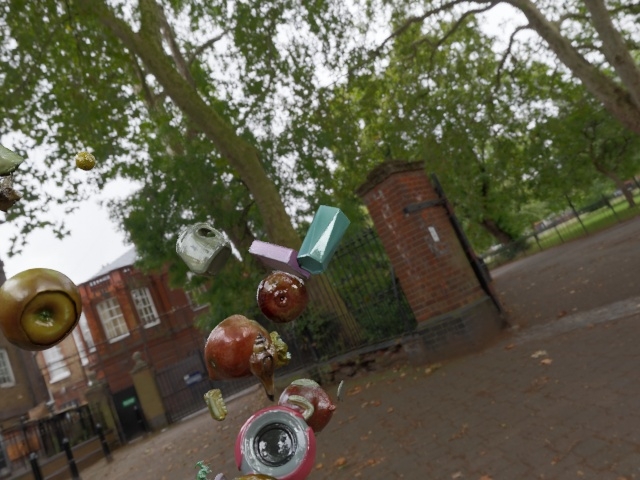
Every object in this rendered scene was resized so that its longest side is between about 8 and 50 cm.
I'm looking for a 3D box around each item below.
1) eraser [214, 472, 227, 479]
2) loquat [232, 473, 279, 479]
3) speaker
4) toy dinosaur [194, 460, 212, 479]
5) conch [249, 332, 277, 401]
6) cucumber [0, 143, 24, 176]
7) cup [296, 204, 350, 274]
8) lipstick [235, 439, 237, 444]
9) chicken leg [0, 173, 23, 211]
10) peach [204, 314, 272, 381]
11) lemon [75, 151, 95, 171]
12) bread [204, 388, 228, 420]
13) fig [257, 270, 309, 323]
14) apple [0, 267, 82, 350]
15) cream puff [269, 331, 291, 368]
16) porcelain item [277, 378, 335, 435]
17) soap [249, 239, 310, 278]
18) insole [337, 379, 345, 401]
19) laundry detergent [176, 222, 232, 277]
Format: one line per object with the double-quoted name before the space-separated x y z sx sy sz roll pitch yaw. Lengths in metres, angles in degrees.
"eraser" -0.345 0.980 1.626 0.059 0.204 0.243 -20 6 9
"loquat" -0.188 0.783 1.361 0.227 0.179 0.179 -5 -6 12
"speaker" -0.156 0.755 1.660 0.294 0.294 0.294 -23 -10 -4
"toy dinosaur" -0.352 0.686 1.351 0.083 0.062 0.021 -43 2 -12
"conch" -0.173 0.380 1.384 0.080 0.086 0.233 -5 -59 -26
"cucumber" -1.092 -0.276 1.431 0.105 0.325 0.145 -64 16 13
"cup" 0.000 0.000 1.690 0.148 0.236 0.134 11 -39 23
"lipstick" -0.360 0.933 2.155 0.063 0.057 0.186 -61 -2 -29
"chicken leg" -1.176 -0.197 1.737 0.080 0.196 0.125 -4 -42 -3
"peach" -0.305 0.395 1.644 0.257 0.232 0.232 -57 -5 -10
"lemon" -0.813 -0.274 1.598 0.065 0.092 0.065 -24 -42 -24
"bread" -0.289 0.457 1.285 0.049 0.088 0.033 -20 -12 -37
"fig" -0.140 0.205 1.719 0.205 0.205 0.205 -23 -10 -4
"apple" -0.796 0.192 1.310 0.237 0.237 0.207 -17 10 -34
"cream puff" -0.200 0.461 1.941 0.121 0.156 0.156 -26 -9 -12
"porcelain item" -0.042 0.690 1.896 0.253 0.253 0.253 -23 -10 -4
"soap" -0.179 0.086 2.117 0.259 0.081 0.181 11 -20 40
"insole" 0.066 0.467 1.427 0.010 0.063 0.192 10 -22 11
"laundry detergent" -0.465 0.023 1.783 0.181 0.253 0.091 -56 -34 -4
